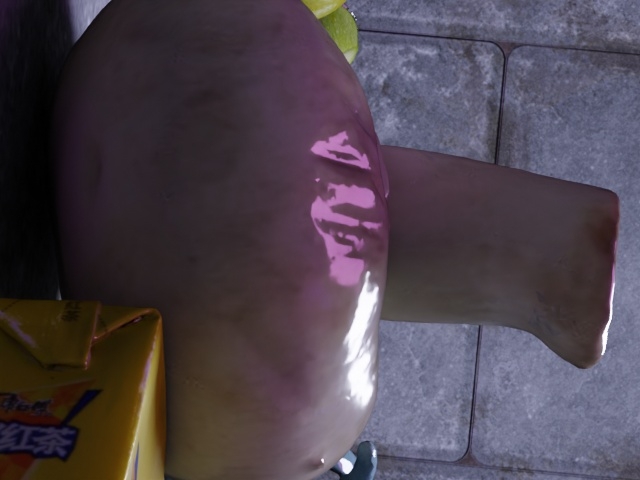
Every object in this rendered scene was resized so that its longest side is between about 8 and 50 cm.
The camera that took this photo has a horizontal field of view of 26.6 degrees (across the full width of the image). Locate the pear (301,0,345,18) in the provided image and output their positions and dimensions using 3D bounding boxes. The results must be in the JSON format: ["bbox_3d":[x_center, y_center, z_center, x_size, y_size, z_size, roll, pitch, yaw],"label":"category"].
[{"bbox_3d":[-0.045,-0.271,1.113,0.198,0.198,0.198,5,90,-88],"label":"pear"}]

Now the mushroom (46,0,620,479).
[{"bbox_3d":[-0.032,0.015,0.790,0.315,0.356,0.315,-43,160,-20],"label":"mushroom"}]

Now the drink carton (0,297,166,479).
[{"bbox_3d":[-0.140,0.193,0.557,0.351,0.111,0.155,-83,178,-50],"label":"drink carton"}]

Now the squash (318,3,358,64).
[{"bbox_3d":[-0.051,-0.119,1.413,0.189,0.189,0.261,93,-1,-58],"label":"squash"}]

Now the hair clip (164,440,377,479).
[{"bbox_3d":[-0.076,0.297,1.089,0.392,0.238,0.318,92,1,-52],"label":"hair clip"}]
